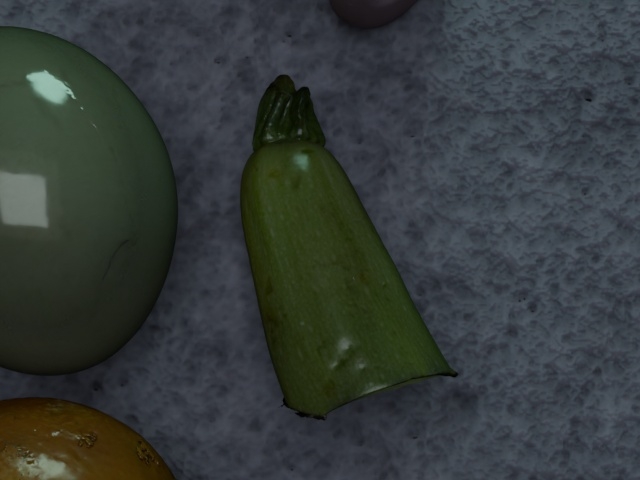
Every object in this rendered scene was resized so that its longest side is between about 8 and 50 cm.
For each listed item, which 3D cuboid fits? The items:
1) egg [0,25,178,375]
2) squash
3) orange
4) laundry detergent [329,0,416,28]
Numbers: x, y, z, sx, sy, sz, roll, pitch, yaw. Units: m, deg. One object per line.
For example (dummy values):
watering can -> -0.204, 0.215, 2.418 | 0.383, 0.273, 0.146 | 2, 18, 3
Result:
egg -> -0.218, -0.031, 1.145 | 0.219, 0.219, 0.269 | -23, 90, -4
squash -> -0.013, 0.009, 1.210 | 0.137, 0.137, 0.287 | -23, 72, -4
orange -> -0.204, 0.234, 1.096 | 0.246, 0.246, 0.246 | 0, 82, -1
laundry detergent -> 0.061, -0.261, 1.123 | 0.088, 0.335, 0.159 | 28, 83, 2
